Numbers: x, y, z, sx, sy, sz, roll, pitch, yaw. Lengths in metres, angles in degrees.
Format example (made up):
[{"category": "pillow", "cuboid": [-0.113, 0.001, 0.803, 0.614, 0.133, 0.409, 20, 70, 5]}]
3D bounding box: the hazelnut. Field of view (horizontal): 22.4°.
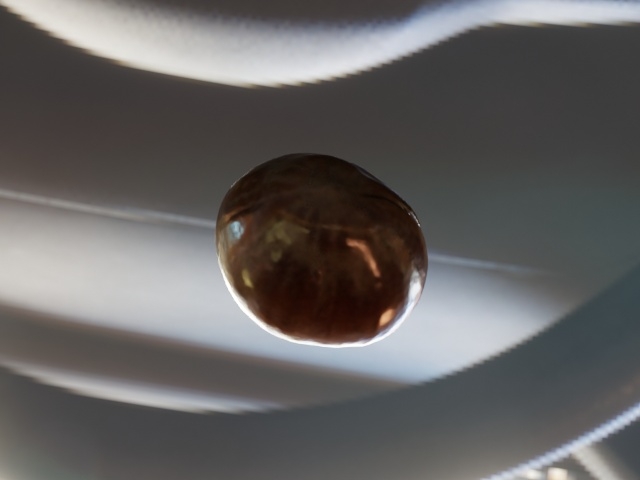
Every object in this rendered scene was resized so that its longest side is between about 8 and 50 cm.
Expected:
[{"category": "hazelnut", "cuboid": [0.000, 0.000, 0.639, 0.086, 0.086, 0.086, 8, 171, 1]}]
